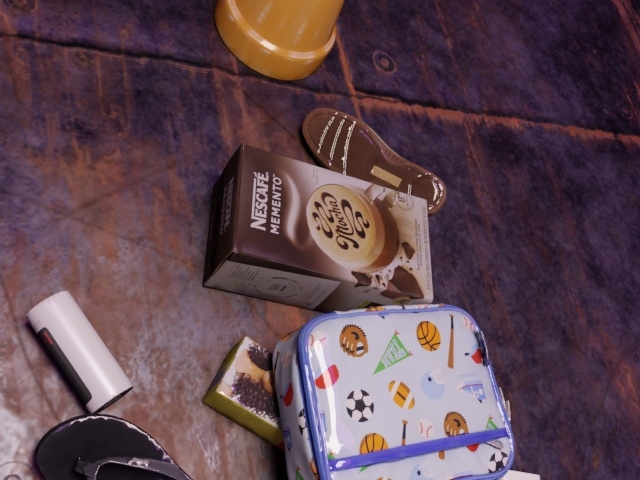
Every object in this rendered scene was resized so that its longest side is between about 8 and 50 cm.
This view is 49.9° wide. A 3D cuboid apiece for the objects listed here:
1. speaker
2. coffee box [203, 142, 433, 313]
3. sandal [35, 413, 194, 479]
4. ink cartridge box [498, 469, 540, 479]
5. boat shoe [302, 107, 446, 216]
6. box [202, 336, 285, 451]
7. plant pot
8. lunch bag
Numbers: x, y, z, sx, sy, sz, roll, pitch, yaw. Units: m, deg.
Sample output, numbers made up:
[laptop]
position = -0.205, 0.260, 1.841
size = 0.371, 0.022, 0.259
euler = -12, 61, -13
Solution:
[speaker]
position = -0.271, 0.125, 0.773
size = 0.055, 0.055, 0.136
euler = -32, 83, -38
[coffee box]
position = 0.000, 0.000, 0.959
size = 0.297, 0.119, 0.168
euler = 14, 59, -24
[sandal]
position = -0.179, 0.268, 0.729
size = 0.254, 0.054, 0.097
euler = 36, 74, -9
[ink cartridge box]
position = 0.227, 0.404, 0.874
size = 0.067, 0.115, 0.198
euler = 17, 58, -23
[boat shoe]
position = 0.082, -0.117, 1.104
size = 0.257, 0.095, 0.095
euler = 38, 93, 9
[box]
position = -0.025, 0.221, 0.862
size = 0.232, 0.058, 0.087
euler = 34, 52, -11
[plant pot]
position = -0.043, -0.398, 1.107
size = 0.205, 0.188, 0.205
euler = 14, 58, -24
[lunch bag]
position = 0.098, 0.205, 0.838
size = 0.303, 0.115, 0.243
euler = 1, 66, -31
